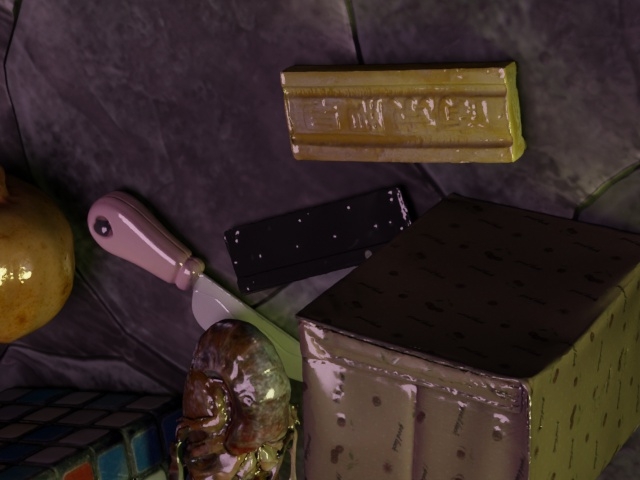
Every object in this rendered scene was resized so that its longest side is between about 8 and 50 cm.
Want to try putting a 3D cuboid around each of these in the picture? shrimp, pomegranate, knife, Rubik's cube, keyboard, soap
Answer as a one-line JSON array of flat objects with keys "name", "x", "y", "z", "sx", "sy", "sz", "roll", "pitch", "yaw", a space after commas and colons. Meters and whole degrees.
[{"name": "shrimp", "x": -0.084, "y": 0.240, "z": 1.808, "sx": 0.145, "sy": 0.116, "sz": 0.343, "roll": 19, "pitch": 121, "yaw": 28}, {"name": "pomegranate", "x": -0.370, "y": 0.018, "z": 1.859, "sx": 0.207, "sy": 0.207, "sz": 0.207, "roll": 13, "pitch": 117, "yaw": 28}, {"name": "knife", "x": -0.119, "y": 0.067, "z": 1.808, "sx": 0.336, "sy": 0.043, "sz": 0.081, "roll": 39, "pitch": 132, "yaw": 11}, {"name": "Rubik's cube", "x": -0.316, "y": 0.345, "z": 1.884, "sx": 0.292, "sy": 0.293, "sz": 0.287, "roll": -2, "pitch": 104, "yaw": 32}, {"name": "keyboard", "x": 0.001, "y": 0.000, "z": 1.711, "sx": 0.231, "sy": 0.023, "sz": 0.072, "roll": -14, "pitch": 94, "yaw": 36}, {"name": "soap", "x": 0.074, "y": -0.122, "z": 1.601, "sx": 0.252, "sy": 0.037, "sz": 0.092, "roll": 2, "pitch": 110, "yaw": 32}]

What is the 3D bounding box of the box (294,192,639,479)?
[{"name": "box", "x": 0.146, "y": 0.114, "z": 1.495, "sx": 0.225, "sy": 0.297, "sz": 0.190, "roll": 13, "pitch": 119, "yaw": 28}]
